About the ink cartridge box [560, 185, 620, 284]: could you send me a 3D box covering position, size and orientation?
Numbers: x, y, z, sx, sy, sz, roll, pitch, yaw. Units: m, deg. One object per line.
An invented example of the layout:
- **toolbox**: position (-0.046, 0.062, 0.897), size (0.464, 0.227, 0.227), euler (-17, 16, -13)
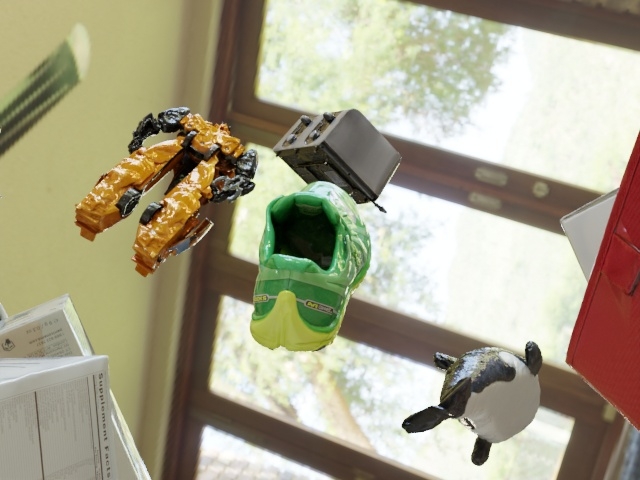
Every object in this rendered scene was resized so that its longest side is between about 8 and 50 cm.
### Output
- **ink cartridge box**: position (0.406, 0.041, 0.894), size (0.270, 0.197, 0.198), euler (17, -131, -53)

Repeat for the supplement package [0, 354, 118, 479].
- **supplement package**: position (-0.304, 0.185, 0.778), size (0.244, 0.134, 0.139), euler (-5, -90, -68)

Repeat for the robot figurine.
- **robot figurine**: position (-0.228, -0.086, 1.372), size (0.291, 0.211, 0.085), euler (-51, -10, -39)

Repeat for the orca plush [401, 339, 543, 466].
- **orca plush**: position (0.158, 0.171, 1.005), size (0.287, 0.102, 0.151), euler (-5, -64, -55)

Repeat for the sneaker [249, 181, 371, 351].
- **sneaker**: position (0.000, 0.000, 0.919), size (0.295, 0.109, 0.123), euler (-76, -7, -63)

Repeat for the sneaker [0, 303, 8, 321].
- **sneaker**: position (-0.617, 0.082, 1.554), size (0.094, 0.091, 0.258), euler (-46, -69, -30)

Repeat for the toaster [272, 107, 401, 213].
- **toaster**: position (0.036, -0.143, 1.597), size (0.186, 0.168, 0.110), euler (43, -111, -25)

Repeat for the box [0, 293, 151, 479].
- **box**: position (-0.342, 0.243, 1.224), size (0.148, 0.121, 0.311), euler (-163, 51, -77)

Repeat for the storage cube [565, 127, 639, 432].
- **storage cube**: position (0.272, 0.029, 0.448), size (0.184, 0.193, 0.215), euler (-17, -47, -27)

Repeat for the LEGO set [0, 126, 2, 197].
- **LEGO set**: position (-0.683, -0.135, 1.726), size (0.244, 0.060, 0.182), euler (-60, -13, -59)
